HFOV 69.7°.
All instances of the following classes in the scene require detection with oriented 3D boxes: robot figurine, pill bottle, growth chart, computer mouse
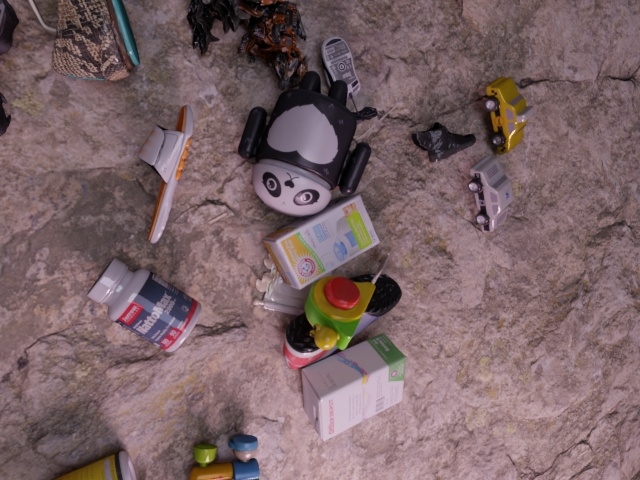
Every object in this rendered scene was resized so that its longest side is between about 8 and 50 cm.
[{"bbox_3d":[-0.030,-0.185,0.910,0.173,0.209,0.278,26,82,-48],"label":"robot figurine"},{"bbox_3d":[-0.321,0.115,0.838,0.180,0.108,0.108,37,78,-21],"label":"pill bottle"},{"bbox_3d":[-0.040,0.052,1.005,0.171,0.021,0.238,26,83,-23],"label":"growth chart"},{"bbox_3d":[0.052,-0.348,1.013,0.106,0.042,0.193,-26,109,-16],"label":"computer mouse"},{"bbox_3d":[-0.425,0.460,0.814,0.184,0.103,0.103,-16,100,-22],"label":"pill bottle"}]

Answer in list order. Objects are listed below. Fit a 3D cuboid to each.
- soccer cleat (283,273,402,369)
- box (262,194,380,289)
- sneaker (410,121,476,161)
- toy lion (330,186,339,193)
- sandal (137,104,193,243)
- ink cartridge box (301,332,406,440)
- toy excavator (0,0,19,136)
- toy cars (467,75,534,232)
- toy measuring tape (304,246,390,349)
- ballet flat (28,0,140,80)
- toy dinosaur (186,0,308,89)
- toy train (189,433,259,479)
[{"bbox_3d":[0.049,0.175,1.020,0.318,0.116,0.109,-27,61,-32],"label":"soccer cleat"},{"bbox_3d":[0.000,0.000,0.951,0.203,0.103,0.114,-29,103,-18],"label":"box"},{"bbox_3d":[0.304,-0.252,1.122,0.170,0.051,0.089,-28,108,-17],"label":"sneaker"},{"bbox_3d":[0.023,-0.157,1.017,0.096,0.034,0.100,-29,104,-12],"label":"toy lion"},{"bbox_3d":[-0.297,-0.128,0.837,0.076,0.102,0.266,16,89,-27],"label":"sandal"},{"bbox_3d":[0.072,0.317,1.001,0.212,0.093,0.155,-20,129,-23],"label":"ink cartridge box"},{"bbox_3d":[-0.705,-0.219,0.611,0.444,0.222,0.434,10,97,-13],"label":"toy excavator"},{"bbox_3d":[0.465,-0.215,1.156,0.176,0.087,0.394,13,88,-41],"label":"toy cars"},{"bbox_3d":[0.050,0.094,0.944,0.121,0.121,0.330,55,37,-17],"label":"toy measuring tape"},{"bbox_3d":[-0.421,-0.507,0.740,0.181,0.164,0.484,-7,99,-10],"label":"ballet flat"},{"bbox_3d":[-0.136,-0.450,0.891,0.218,0.164,0.322,-31,87,-34],"label":"toy dinosaur"},{"bbox_3d":[-0.239,0.470,0.904,0.247,0.105,0.144,5,81,-24],"label":"toy train"}]
